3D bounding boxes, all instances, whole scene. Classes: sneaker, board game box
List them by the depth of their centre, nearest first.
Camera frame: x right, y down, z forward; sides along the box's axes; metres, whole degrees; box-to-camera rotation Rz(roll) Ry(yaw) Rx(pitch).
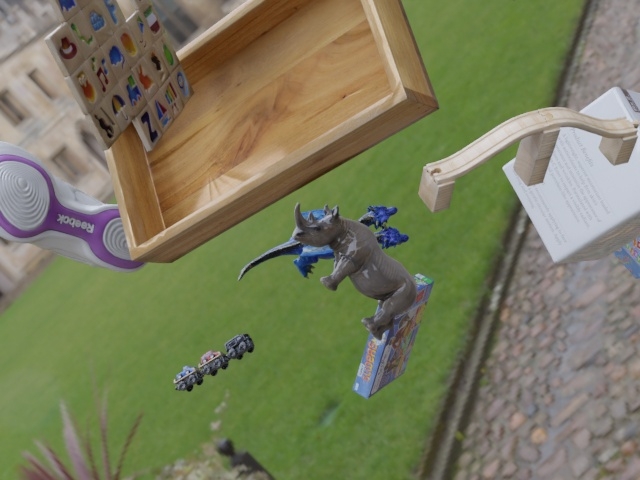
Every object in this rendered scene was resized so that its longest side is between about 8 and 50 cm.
[{"bbox_3d":[-0.377,-0.033,1.351,0.152,0.305,0.114,1,66,50],"label":"sneaker"},{"bbox_3d":[0.129,0.168,1.787,0.136,0.035,0.201,-23,-46,-54],"label":"board game box"},{"bbox_3d":[0.685,-0.047,2.216,0.039,0.160,0.211,-8,54,44],"label":"board game box"}]

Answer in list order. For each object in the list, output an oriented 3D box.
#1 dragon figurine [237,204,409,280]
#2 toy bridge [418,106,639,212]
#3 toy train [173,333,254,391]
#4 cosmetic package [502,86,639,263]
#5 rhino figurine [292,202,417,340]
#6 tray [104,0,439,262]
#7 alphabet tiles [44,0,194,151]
[{"bbox_3d":[0.000,0.000,1.723,0.289,0.085,0.144,-5,-21,-8],"label":"dragon figurine"},{"bbox_3d":[0.167,-0.072,0.781,0.188,0.026,0.063,-15,-40,-18],"label":"toy bridge"},{"bbox_3d":[-0.166,0.186,1.552,0.158,0.027,0.036,-34,58,23],"label":"toy train"},{"bbox_3d":[0.371,-0.080,1.308,0.184,0.151,0.151,-36,-20,33],"label":"cosmetic package"},{"bbox_3d":[0.047,0.032,1.483,0.106,0.243,0.073,-45,14,-5],"label":"rhino figurine"},{"bbox_3d":[-0.077,-0.147,1.148,0.411,0.202,0.076,-28,-20,33],"label":"tray"},{"bbox_3d":[-0.205,-0.193,1.036,0.009,0.198,0.237,-14,27,19],"label":"alphabet tiles"}]
